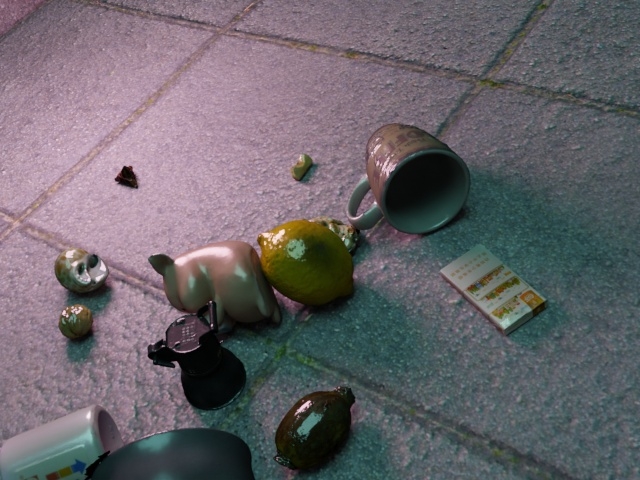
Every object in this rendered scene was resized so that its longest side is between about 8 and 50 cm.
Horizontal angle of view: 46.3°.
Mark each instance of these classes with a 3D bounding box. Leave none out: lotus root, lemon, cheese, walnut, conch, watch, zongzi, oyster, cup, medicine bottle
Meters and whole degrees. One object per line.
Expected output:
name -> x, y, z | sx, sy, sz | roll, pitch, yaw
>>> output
lotus root -> -0.008, 0.366, 1.479 | 0.120, 0.120, 0.209 | 30, 63, 36
lemon -> -0.030, 0.052, 1.712 | 0.257, 0.188, 0.188 | 29, 54, -8
cheese -> -0.056, -0.205, 2.064 | 0.030, 0.044, 0.083 | 4, 50, 42
walnut -> -0.602, 0.199, 1.841 | 0.092, 0.092, 0.092 | -9, 47, 10
conch -> -0.629, 0.080, 1.946 | 0.173, 0.106, 0.116 | 26, 47, 16
watch -> -0.262, 0.489, 1.295 | 0.335, 0.326, 0.314 | -20, 46, 0
zongzi -> -0.563, -0.182, 2.204 | 0.067, 0.073, 0.083 | -37, 9, -17
oyster -> 0.000, 0.000, 1.837 | 0.163, 0.081, 0.191 | 34, 68, 33
cup -> 0.185, -0.149, 1.847 | 0.301, 0.227, 0.257 | -36, 34, 6
medicine bottle -> -0.559, 0.463, 1.521 | 0.293, 0.170, 0.170 | -22, 46, -4

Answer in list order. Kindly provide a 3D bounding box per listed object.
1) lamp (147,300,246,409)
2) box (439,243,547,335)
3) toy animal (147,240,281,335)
lamp -> -0.267, 0.243, 1.590 | 0.172, 0.227, 0.147 | -14, 46, 4
box -> 0.379, 0.103, 1.652 | 0.122, 0.032, 0.220 | -31, 46, -13
toy animal -> -0.236, 0.112, 1.746 | 0.256, 0.195, 0.212 | -13, 75, 9
